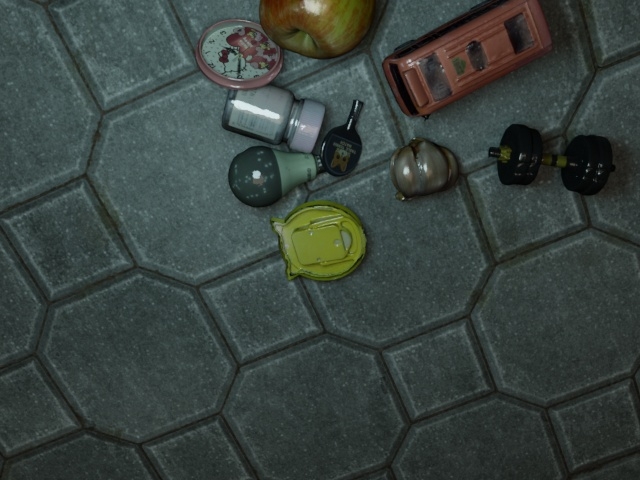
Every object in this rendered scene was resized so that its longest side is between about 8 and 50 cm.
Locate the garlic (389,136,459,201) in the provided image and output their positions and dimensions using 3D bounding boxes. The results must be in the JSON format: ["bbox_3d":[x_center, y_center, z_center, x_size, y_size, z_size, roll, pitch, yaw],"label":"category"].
[{"bbox_3d":[0.317,-0.209,1.764,0.214,0.160,0.191,-5,114,3],"label":"garlic"}]

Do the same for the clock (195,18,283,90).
[{"bbox_3d":[-0.223,-0.514,1.627,0.244,0.056,0.245,4,64,-8],"label":"clock"}]

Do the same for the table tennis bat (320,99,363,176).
[{"bbox_3d":[0.075,-0.307,1.767,0.150,0.027,0.236,15,98,-39],"label":"table tennis bat"}]

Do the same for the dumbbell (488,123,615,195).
[{"bbox_3d":[0.692,-0.239,1.753,0.388,0.185,0.185,6,108,-4],"label":"dumbbell"}]

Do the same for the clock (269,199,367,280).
[{"bbox_3d":[0.002,-0.002,1.869,0.293,0.071,0.277,-4,120,8],"label":"clock"}]

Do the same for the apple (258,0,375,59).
[{"bbox_3d":[0.000,-0.635,1.550,0.301,0.301,0.302,-1,109,-2],"label":"apple"}]

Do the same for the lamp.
[{"bbox_3d":[-0.120,-0.211,1.741,0.313,0.182,0.182,-20,108,0],"label":"lamp"}]

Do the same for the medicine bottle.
[{"bbox_3d":[-0.135,-0.360,1.695,0.273,0.165,0.165,16,107,-9],"label":"medicine bottle"}]

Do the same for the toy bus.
[{"bbox_3d":[0.399,-0.509,1.626,0.426,0.233,0.203,-27,108,6],"label":"toy bus"}]
